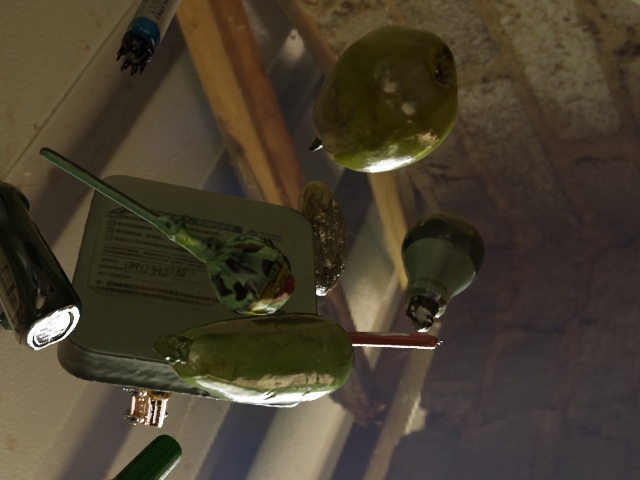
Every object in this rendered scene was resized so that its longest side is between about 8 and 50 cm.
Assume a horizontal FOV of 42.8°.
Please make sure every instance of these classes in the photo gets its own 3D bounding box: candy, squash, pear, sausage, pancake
[{"bbox_3d":[-0.161,-0.017,0.879,0.305,0.083,0.091,33,-145,-11],"label":"candy"},{"bbox_3d":[-0.068,0.147,1.009,0.370,0.118,0.118,10,-103,-61],"label":"squash"},{"bbox_3d":[0.123,-0.284,1.741,0.287,0.375,0.287,41,-147,-34],"label":"pear"},{"bbox_3d":[0.140,0.216,1.775,0.034,0.253,0.034,1,-90,-75],"label":"sausage"},{"bbox_3d":[0.001,0.000,1.861,0.282,0.049,0.283,-2,-90,-68],"label":"pancake"}]

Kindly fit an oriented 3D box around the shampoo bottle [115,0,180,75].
[{"bbox_3d":[-0.244,-0.320,1.183,0.050,0.087,0.183,26,-120,-15],"label":"shampoo bottle"}]

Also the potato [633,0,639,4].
[{"bbox_3d":[0.243,-0.148,0.428,0.117,0.225,0.090,6,-78,-59],"label":"potato"}]

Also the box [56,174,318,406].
[{"bbox_3d":[-0.202,0.072,1.345,0.395,0.111,0.397,12,-137,-13],"label":"box"}]

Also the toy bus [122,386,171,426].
[{"bbox_3d":[-0.280,0.247,1.343,0.162,0.074,0.070,112,172,-53],"label":"toy bus"}]

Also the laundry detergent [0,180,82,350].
[{"bbox_3d":[-0.354,0.010,0.932,0.078,0.144,0.222,-25,-105,-30],"label":"laundry detergent"}]

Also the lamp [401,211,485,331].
[{"bbox_3d":[0.232,0.053,1.729,0.314,0.181,0.182,-36,-65,-50],"label":"lamp"}]

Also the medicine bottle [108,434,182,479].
[{"bbox_3d":[-0.279,0.357,1.081,0.064,0.095,0.260,47,-135,1],"label":"medicine bottle"}]

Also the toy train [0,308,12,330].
[{"bbox_3d":[-0.417,0.114,1.178,0.092,0.045,0.029,7,-79,-39],"label":"toy train"}]
